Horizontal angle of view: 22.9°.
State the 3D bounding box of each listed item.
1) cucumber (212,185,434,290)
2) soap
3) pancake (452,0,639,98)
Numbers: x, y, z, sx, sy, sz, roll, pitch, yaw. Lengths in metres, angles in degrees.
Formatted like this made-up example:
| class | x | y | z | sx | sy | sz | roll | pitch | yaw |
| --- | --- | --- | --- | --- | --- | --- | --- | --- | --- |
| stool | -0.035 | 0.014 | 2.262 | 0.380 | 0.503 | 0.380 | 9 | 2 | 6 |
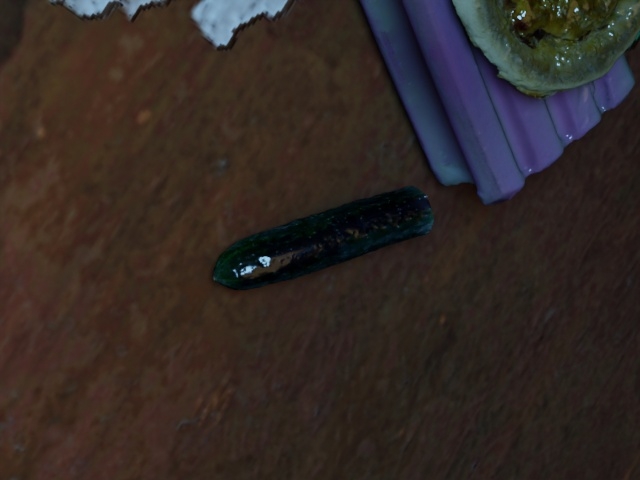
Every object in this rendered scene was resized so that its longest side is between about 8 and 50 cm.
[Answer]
| class | x | y | z | sx | sy | sz | roll | pitch | yaw |
| --- | --- | --- | --- | --- | --- | --- | --- | --- | --- |
| cucumber | 0.000 | 0.000 | 0.860 | 0.133 | 0.032 | 0.032 | -17 | 117 | -29 |
| soap | 0.086 | -0.133 | 0.847 | 0.122 | 0.065 | 0.203 | -39 | 126 | -19 |
| pancake | 0.127 | -0.147 | 0.813 | 0.151 | 0.025 | 0.152 | -14 | 113 | -34 |
